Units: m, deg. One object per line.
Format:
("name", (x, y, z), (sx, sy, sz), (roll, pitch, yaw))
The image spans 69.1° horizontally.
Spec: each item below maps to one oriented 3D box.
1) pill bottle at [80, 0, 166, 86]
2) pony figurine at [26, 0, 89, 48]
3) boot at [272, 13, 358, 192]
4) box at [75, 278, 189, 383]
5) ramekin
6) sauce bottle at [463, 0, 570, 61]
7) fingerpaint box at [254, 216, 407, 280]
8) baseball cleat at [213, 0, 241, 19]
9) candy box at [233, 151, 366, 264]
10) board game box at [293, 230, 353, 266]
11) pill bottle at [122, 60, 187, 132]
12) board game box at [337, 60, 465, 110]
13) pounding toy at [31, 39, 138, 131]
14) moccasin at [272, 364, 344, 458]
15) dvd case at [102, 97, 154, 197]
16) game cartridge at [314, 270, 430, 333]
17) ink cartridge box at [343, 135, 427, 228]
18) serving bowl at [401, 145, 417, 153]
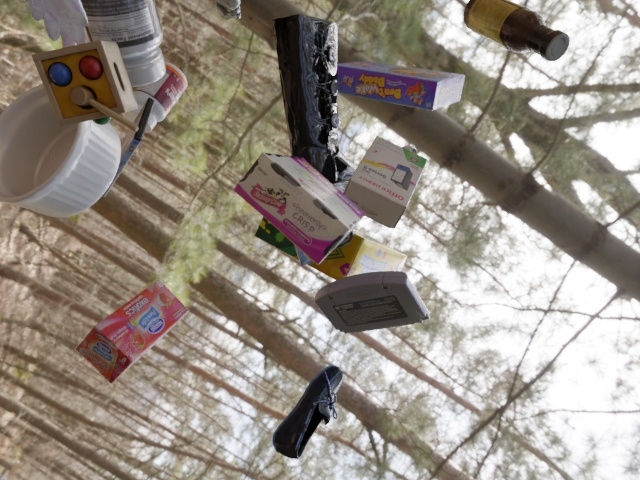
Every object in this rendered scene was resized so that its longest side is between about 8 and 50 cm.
("pill bottle", (-0.540, -0.614, 1.233), (0.361, 0.204, 0.204), (89, 24, -43))
("pony figurine", (-0.674, -0.569, 0.920), (0.302, 0.363, 0.351), (-21, 152, -22))
("boot", (0.015, -0.351, 1.274), (0.146, 0.445, 0.367), (-3, -171, 23))
("box", (-0.486, 0.232, 1.228), (0.122, 0.128, 0.257), (-42, -176, 28))
("ramekin", (-0.569, -0.184, 0.999), (0.277, 0.277, 0.135), (-54, 152, -3))
("sauce bottle", (0.520, -0.575, 1.254), (0.111, 0.111, 0.344), (-52, -141, 22))
("fingerpaint box", (0.055, 0.018, 1.635), (0.444, 0.371, 0.163), (18, 98, -61))
("baseball cleat", (-0.289, -0.663, 1.242), (0.072, 0.206, 0.109), (-38, 164, -14))
("candy box", (-0.019, -0.058, 0.727), (0.071, 0.159, 0.233), (-49, 177, 13))
("board game box", (0.000, 0.000, 1.266), (0.194, 0.060, 0.194), (-13, -162, 9))
("pill bottle", (-0.541, -0.468, 1.520), (0.221, 0.121, 0.121), (-65, -171, -23))
("board game box", (0.227, -0.478, 1.410), (0.233, 0.347, 0.078), (-31, 134, -49))
("pounding toy", (-0.365, -0.239, 0.749), (0.130, 0.141, 0.100), (-12, -159, 1))
("moccasin", (-0.009, 0.569, 1.527), (0.116, 0.138, 0.342), (14, -128, 39))
("dvd case", (-0.533, -0.254, 1.276), (0.253, 0.022, 0.180), (-40, -143, 35))
("game cartridge", (0.142, 0.180, 1.346), (0.297, 0.198, 0.062), (-14, -148, 30))
("ink cartridge box", (0.165, -0.152, 1.187), (0.212, 0.154, 0.093), (-58, 173, -39))
("serving bowl", (0.304, -0.315, 1.670), (0.083, 0.083, 0.027), (-49, -131, 46))
